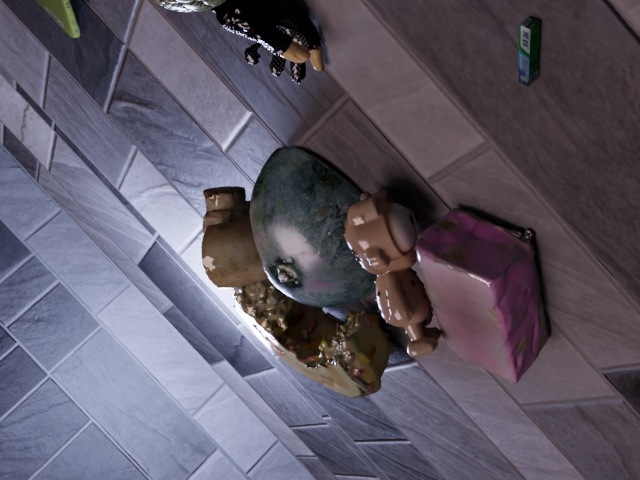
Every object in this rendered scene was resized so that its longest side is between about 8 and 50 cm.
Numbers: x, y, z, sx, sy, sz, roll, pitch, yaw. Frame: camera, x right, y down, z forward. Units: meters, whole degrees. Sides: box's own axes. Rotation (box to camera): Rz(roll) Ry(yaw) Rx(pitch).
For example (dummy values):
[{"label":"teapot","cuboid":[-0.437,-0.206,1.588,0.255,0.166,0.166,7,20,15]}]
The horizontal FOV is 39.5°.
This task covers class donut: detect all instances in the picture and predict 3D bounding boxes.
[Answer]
[{"label":"donut","cuboid":[-0.003,0.197,1.903,0.371,0.150,0.307,27,157,30]}]

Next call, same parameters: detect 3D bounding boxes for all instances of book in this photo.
[{"label":"book","cuboid":[-0.570,-0.535,1.747,0.239,0.035,0.352,48,169,-4]}]

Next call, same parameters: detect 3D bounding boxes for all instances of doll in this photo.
[{"label":"doll","cuboid":[0.124,0.048,1.436,0.119,0.154,0.278,-19,108,18]}]

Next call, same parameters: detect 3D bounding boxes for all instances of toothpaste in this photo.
[{"label":"toothpaste","cuboid":[0.237,-0.214,1.012,0.017,0.020,0.083,35,155,33]}]

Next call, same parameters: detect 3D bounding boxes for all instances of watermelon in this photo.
[{"label":"watermelon","cuboid":[-0.005,0.004,1.583,0.322,0.175,0.188,52,157,-18]}]

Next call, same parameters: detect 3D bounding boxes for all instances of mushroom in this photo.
[{"label":"mushroom","cuboid":[-0.138,-0.015,1.772,0.254,0.189,0.195,-109,13,-77]}]

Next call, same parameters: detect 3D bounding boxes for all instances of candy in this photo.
[{"label":"candy","cuboid":[0.252,0.084,1.364,0.155,0.116,0.265,23,150,37]}]

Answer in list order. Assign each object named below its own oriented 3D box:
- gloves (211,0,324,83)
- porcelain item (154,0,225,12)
[{"label":"gloves","cuboid":[-0.061,-0.309,1.293,0.180,0.106,0.129,25,170,-30]},{"label":"porcelain item","cuboid":[-0.130,-0.406,1.129,0.253,0.253,0.253,37,155,20]}]
